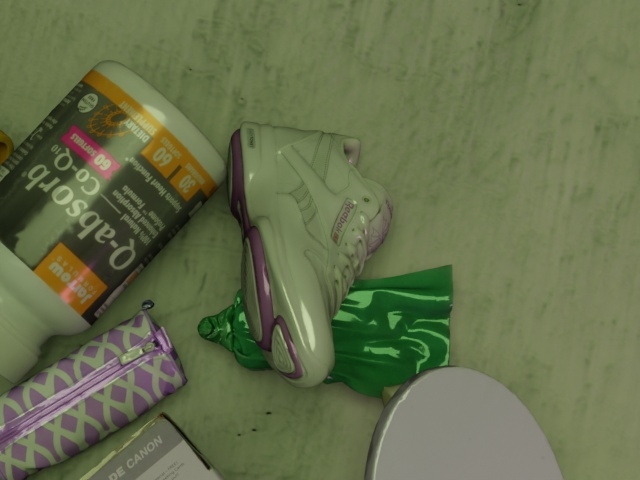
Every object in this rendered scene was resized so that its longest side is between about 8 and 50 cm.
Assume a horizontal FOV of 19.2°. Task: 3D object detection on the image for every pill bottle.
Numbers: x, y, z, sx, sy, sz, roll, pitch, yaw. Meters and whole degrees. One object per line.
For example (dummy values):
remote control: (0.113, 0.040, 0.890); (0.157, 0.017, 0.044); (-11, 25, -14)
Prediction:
pill bottle: (-0.230, -0.015, 1.713); (0.162, 0.162, 0.278); (41, 83, 7)

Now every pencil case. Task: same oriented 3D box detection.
pencil case: (-0.218, 0.144, 1.720); (0.206, 0.088, 0.086); (-33, 90, -6)

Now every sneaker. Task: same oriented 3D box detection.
sneaker: (0.000, 0.000, 1.693); (0.152, 0.114, 0.305); (0, 46, -9)

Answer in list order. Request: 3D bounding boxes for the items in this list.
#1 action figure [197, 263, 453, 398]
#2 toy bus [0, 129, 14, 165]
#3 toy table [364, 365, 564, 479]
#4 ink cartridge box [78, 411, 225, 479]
action figure: (0.003, 0.085, 1.748); (0.232, 0.063, 0.137); (4, 80, -4)
toy bus: (-0.377, -0.102, 1.758); (0.191, 0.104, 0.202); (-15, 86, 39)
toy table: (0.113, 0.246, 1.646); (0.252, 0.161, 0.274); (0, 87, -14)
ink cartridge box: (-0.195, 0.307, 1.598); (0.309, 0.130, 0.272); (-39, 119, -9)
